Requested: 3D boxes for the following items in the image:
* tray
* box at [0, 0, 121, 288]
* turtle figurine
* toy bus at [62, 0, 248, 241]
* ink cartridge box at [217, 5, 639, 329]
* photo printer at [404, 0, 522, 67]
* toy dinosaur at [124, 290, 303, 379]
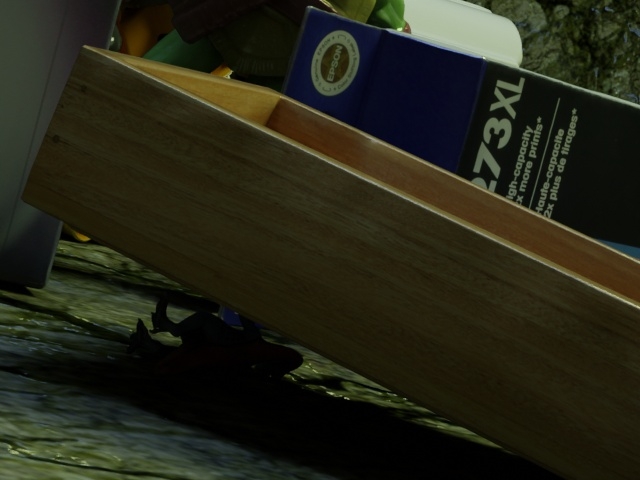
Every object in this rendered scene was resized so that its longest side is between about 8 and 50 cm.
[{"bbox_3d":[0.103,0.043,0.747,0.411,0.076,0.203,27,8,17],"label":"tray"},{"bbox_3d":[-0.253,-0.158,0.914,0.294,0.296,0.183,13,5,-25],"label":"box"},{"bbox_3d":[-0.046,-0.109,1.090,0.198,0.266,0.275,40,-11,-37],"label":"turtle figurine"},{"bbox_3d":[-0.168,-0.127,1.232,0.211,0.149,0.220,18,50,34],"label":"toy bus"},{"bbox_3d":[0.109,-0.011,1.071,0.371,0.175,0.069,10,8,-46],"label":"ink cartridge box"},{"bbox_3d":[-0.008,-0.129,1.654,0.308,0.256,0.107,13,37,-27],"label":"photo printer"},{"bbox_3d":[-0.043,0.053,0.820,0.082,0.047,0.090,23,35,-21],"label":"toy dinosaur"}]
